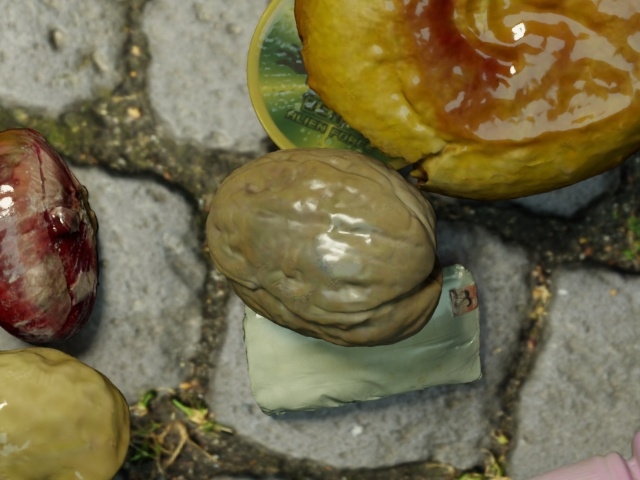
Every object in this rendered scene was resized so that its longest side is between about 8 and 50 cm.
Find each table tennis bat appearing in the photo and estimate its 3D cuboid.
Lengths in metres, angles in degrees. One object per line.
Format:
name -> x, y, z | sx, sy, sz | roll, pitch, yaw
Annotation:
table tennis bat -> 0.060, -0.198, 1.194 | 0.198, 0.050, 0.321 | 25, 112, -9

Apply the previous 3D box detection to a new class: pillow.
pillow -> 0.040, 0.096, 1.296 | 0.229, 0.051, 0.128 | -10, 114, 4

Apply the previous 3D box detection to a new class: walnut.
walnut -> -0.001, 0.002, 1.194 | 0.230, 0.178, 0.178 | 13, 113, 28

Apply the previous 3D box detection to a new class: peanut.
peanut -> -0.362, 0.166, 1.241 | 0.387, 0.192, 0.170 | 6, 129, 6

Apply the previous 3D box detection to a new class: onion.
onion -> -0.280, 0.010, 1.238 | 0.151, 0.098, 0.206 | -19, 110, 5

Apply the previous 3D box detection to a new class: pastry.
pastry -> 0.149, -0.194, 1.088 | 0.355, 0.164, 0.356 | 1, 119, 2

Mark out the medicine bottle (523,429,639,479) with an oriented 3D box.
medicine bottle -> 0.396, 0.262, 1.271 | 0.388, 0.219, 0.219 | -18, 109, 5
